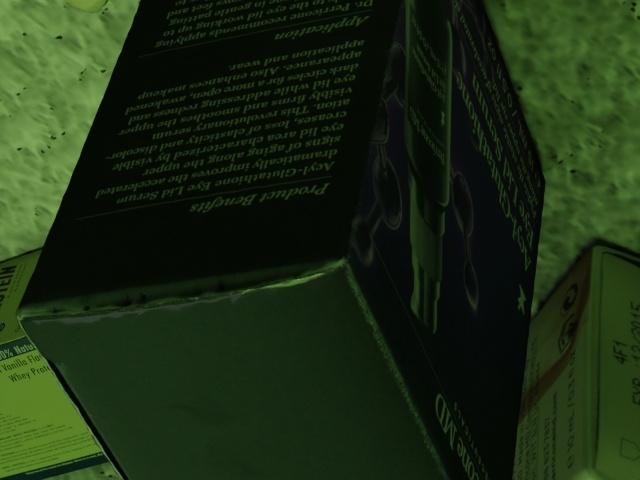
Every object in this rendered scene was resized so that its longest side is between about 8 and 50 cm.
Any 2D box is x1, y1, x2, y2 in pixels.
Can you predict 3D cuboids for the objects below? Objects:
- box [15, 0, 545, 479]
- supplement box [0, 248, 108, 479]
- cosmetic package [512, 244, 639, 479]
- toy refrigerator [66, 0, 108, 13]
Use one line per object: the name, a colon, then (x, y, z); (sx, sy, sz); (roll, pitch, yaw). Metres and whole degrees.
box: (0.000, 0.000, 0.629); (0.108, 0.207, 0.153); (-9, 131, 20)
supplement box: (-0.125, 0.056, 0.817); (0.083, 0.056, 0.083); (-18, 128, 27)
cosmetic package: (0.111, 0.158, 0.818); (0.153, 0.129, 0.296); (22, 134, -12)
toy refrigerator: (-0.137, -0.189, 0.510); (0.269, 0.102, 0.094); (36, 134, -8)
